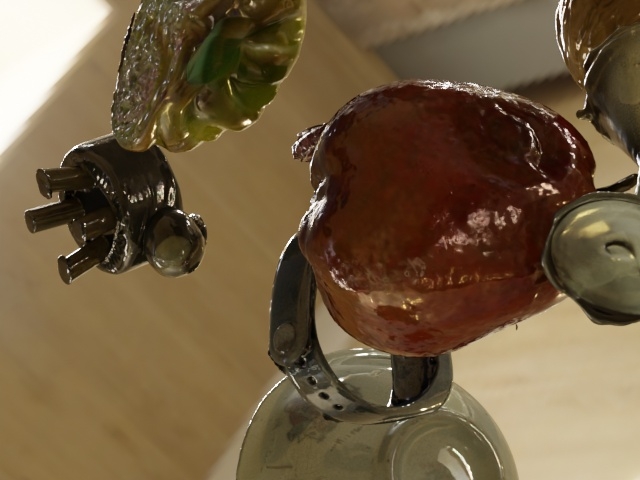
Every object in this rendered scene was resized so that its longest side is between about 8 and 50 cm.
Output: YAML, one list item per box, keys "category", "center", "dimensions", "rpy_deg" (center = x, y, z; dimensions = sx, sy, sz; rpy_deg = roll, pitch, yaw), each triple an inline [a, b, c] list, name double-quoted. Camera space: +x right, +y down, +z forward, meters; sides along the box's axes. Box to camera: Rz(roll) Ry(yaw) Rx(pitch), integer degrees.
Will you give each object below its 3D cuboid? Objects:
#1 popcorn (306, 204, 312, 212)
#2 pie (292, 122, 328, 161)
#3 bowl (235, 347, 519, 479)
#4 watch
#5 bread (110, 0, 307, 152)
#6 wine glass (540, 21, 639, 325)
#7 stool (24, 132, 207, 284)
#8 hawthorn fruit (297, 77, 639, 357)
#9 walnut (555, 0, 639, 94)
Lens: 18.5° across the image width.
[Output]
- category: "popcorn"
  center: [0.000, 0.000, 1.993]
  dimensions: [0.084, 0.084, 0.084]
  rpy_deg: [-36, -157, 18]
- category: "pie"
  center: [0.043, -0.105, 1.969]
  dimensions: [0.154, 0.036, 0.154]
  rpy_deg: [-10, 178, 0]
- category: "bowl"
  center: [0.121, 0.332, 2.607]
  dimensions: [0.435, 0.435, 0.196]
  rpy_deg: [-57, -167, -30]
- category: "watch"
  center: [0.036, 0.064, 1.768]
  dimensions: [0.068, 0.193, 0.206]
  rpy_deg: [-25, -125, 39]
- category: "bread"
  center: [-0.090, -0.195, 1.923]
  dimensions: [0.158, 0.156, 0.260]
  rpy_deg: [46, -60, 58]
- category: "wine glass"
  center: [0.250, -0.051, 1.496]
  dimensions: [0.156, 0.156, 0.232]
  rpy_deg: [-27, -156, 36]
- category: "stool"
  center: [-0.229, -0.034, 2.205]
  dimensions: [0.139, 0.153, 0.228]
  rpy_deg: [-22, -161, -33]
- category: "hawthorn fruit"
  center: [0.118, -0.021, 1.536]
  dimensions: [0.261, 0.224, 0.224]
  rpy_deg: [1, -141, 16]
- category: "walnut"
  center: [0.361, -0.247, 2.163]
  dimensions: [0.228, 0.228, 0.228]
  rpy_deg: [-36, -157, 18]
